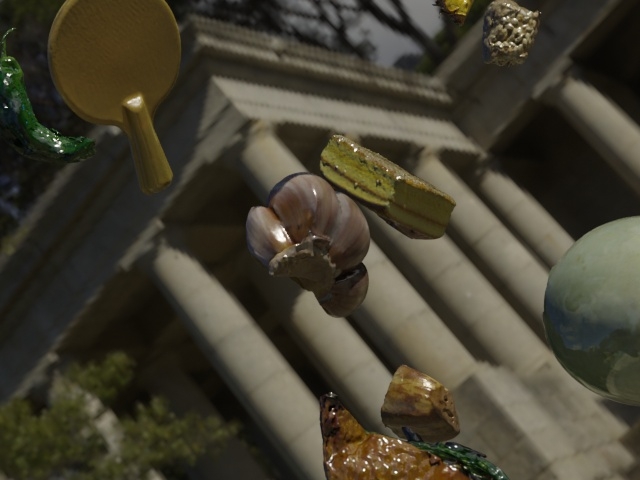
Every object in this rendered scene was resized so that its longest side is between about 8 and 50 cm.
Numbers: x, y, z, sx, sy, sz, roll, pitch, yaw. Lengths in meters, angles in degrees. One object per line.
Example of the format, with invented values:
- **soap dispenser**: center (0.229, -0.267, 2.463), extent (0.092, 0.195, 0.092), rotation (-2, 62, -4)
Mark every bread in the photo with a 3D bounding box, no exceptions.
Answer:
- **bread**: center (0.123, -0.098, 2.662), extent (0.184, 0.234, 0.110), rotation (23, -81, -43)

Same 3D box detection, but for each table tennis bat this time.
- **table tennis bat**: center (-0.270, -0.211, 1.924), extent (0.198, 0.050, 0.321), rotation (-28, -60, -26)

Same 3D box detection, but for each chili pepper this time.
- **chili pepper**: center (-0.485, -0.223, 2.250), extent (0.122, 0.279, 0.065), rotation (-32, -13, -13)

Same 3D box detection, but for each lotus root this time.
- **lotus root**: center (0.177, 0.313, 2.518), extent (0.095, 0.135, 0.159), rotation (-28, -67, -47)

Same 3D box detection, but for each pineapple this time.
- **pineapple**: center (0.260, -0.471, 2.562), extent (0.116, 0.137, 0.069), rotation (-18, 0, 3)

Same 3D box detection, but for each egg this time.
- **egg**: center (0.460, 0.102, 1.988), extent (0.278, 0.278, 0.336), rotation (-30, 7, -24)

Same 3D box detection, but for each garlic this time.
- **garlic**: center (0.000, 0.000, 2.035), extent (0.214, 0.191, 0.160), rotation (31, -70, -32)

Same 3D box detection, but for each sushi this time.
- **sushi**: center (0.102, 0.273, 1.512), extent (0.140, 0.287, 0.149), rotation (-64, 4, -24)

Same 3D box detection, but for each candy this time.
- **candy**: center (0.302, -0.334, 2.209), extent (0.095, 0.085, 0.110), rotation (-155, 78, -77)
